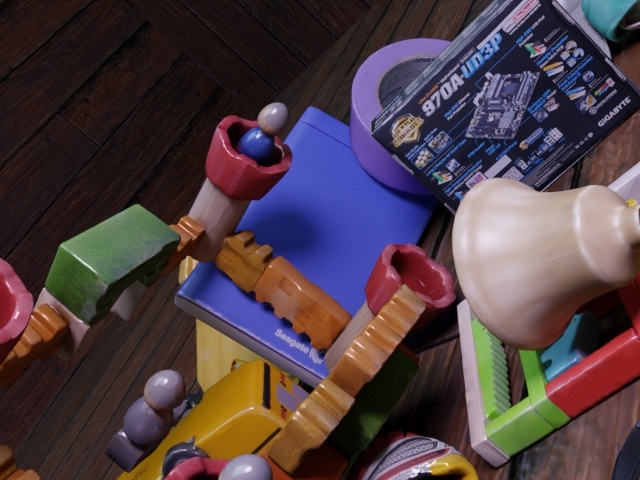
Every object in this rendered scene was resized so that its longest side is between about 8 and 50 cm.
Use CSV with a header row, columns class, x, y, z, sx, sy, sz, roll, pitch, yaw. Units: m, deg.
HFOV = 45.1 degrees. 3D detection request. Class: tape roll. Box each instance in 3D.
class,x,y,z,sx,sy,sz,roll,pitch,yaw
tape roll,0.130,-0.156,0.958,0.189,0.188,0.080,-58,-16,-29

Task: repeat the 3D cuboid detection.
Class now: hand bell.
class,x,y,z,sx,sy,sz,roll,pitch,yaw
hand bell,0.208,-0.013,0.456,0.242,0.126,0.126,-23,30,51

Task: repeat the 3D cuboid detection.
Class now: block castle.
class,x,y,z,sx,sy,sz,roll,pitch,yaw
block castle,-0.079,0.068,0.633,0.213,0.303,0.453,-56,-9,32

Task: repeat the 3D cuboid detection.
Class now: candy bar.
class,x,y,z,sx,sy,sz,roll,pitch,yaw
candy bar,-0.070,0.178,0.984,0.161,0.018,0.040,0,90,53

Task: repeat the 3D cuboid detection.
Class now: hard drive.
class,x,y,z,sx,sy,sz,roll,pitch,yaw
hard drive,0.000,0.000,0.934,0.319,0.210,0.040,-59,-3,-30

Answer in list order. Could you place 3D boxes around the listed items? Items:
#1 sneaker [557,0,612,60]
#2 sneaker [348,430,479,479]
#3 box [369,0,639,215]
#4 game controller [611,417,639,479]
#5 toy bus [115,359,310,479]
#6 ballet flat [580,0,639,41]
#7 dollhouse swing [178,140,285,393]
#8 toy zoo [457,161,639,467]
class,x,y,z,sx,sy,sz,roll,pitch,yaw
sneaker,0.267,-0.207,0.935,0.151,0.094,0.256,-50,16,50
sneaker,0.032,0.230,0.528,0.225,0.088,0.092,-57,18,-24
box,0.187,-0.132,0.793,0.220,0.175,0.051,-44,16,21
game controller,0.279,0.044,0.372,0.319,0.067,0.166,-51,30,-6
toy bus,-0.149,0.277,0.829,0.333,0.130,0.108,-46,17,12
ballet flat,0.386,-0.288,0.795,0.083,0.087,0.247,-21,-8,-40
dollhouse swing,-0.026,0.046,1.174,0.315,0.305,0.346,-8,-15,-39
toy zoo,0.226,0.025,0.585,0.293,0.030,0.192,-42,17,25
